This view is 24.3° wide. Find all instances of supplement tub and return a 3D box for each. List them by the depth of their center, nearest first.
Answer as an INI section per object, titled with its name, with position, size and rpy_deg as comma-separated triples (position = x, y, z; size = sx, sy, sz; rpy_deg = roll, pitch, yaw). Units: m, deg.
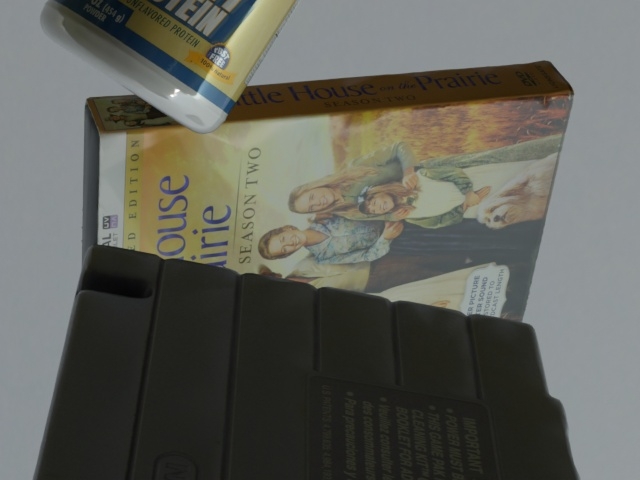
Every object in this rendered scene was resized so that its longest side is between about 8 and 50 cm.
[supplement tub]
position = -0.081, -0.188, 1.004
size = 0.144, 0.144, 0.200
rpy_deg = 33, -89, 10

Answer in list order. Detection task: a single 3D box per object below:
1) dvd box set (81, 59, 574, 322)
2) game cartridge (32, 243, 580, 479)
[dvd box set]
position = 0.000, 0.000, 1.314
size = 0.420, 0.308, 0.062
rpy_deg = -6, -143, -20
[game cartridge]
position = -0.002, 0.136, 0.568
size = 0.230, 0.068, 0.355
rpy_deg = 14, -149, -9
